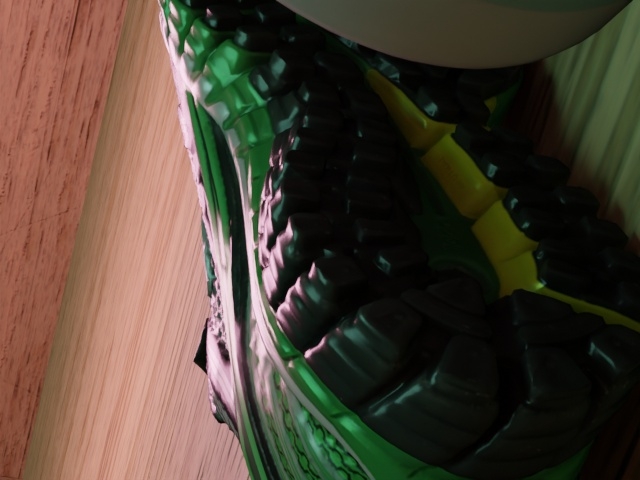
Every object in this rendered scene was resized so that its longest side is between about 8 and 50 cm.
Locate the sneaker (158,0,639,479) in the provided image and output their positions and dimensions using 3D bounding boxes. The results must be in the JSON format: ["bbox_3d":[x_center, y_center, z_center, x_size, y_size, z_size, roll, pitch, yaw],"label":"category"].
[{"bbox_3d":[0.000,0.000,0.553,0.343,0.134,0.146,-101,24,-58],"label":"sneaker"}]

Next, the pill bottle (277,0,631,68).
[{"bbox_3d":[0.071,-0.155,0.273,0.264,0.146,0.146,-44,36,48],"label":"pill bottle"}]
